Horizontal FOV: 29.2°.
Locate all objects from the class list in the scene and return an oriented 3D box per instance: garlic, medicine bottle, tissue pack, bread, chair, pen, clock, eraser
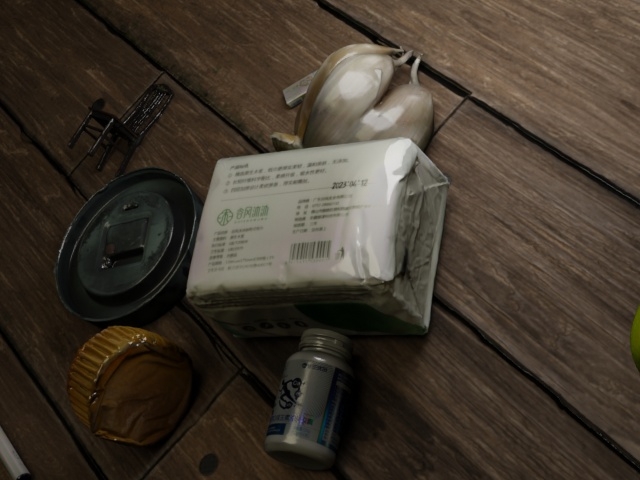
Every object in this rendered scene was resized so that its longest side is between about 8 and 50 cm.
[{"bbox_3d":[0.067,-0.205,2.033,0.292,0.210,0.237,-44,13,8],"label":"garlic"},{"bbox_3d":[-0.011,0.232,1.803,0.107,0.107,0.191,-2,61,33],"label":"medicine bottle"},{"bbox_3d":[0.000,0.001,1.885,0.356,0.194,0.266,-4,62,31],"label":"tissue pack"},{"bbox_3d":[-0.304,0.226,1.946,0.104,0.199,0.199,23,76,45],"label":"bread"},{"bbox_3d":[-0.379,-0.237,2.354,0.084,0.101,0.212,21,76,40],"label":"chair"},{"bbox_3d":[-0.570,0.341,2.162,0.033,0.033,0.269,-47,48,-1],"label":"pen"},{"bbox_3d":[-0.336,0.016,2.190,0.312,0.061,0.312,-17,54,25],"label":"clock"},{"bbox_3d":[-0.026,-0.273,2.195,0.083,0.019,0.038,-30,48,15],"label":"eraser"}]

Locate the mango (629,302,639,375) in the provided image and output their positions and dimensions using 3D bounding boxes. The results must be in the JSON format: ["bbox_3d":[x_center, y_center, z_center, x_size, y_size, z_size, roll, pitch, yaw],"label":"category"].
[{"bbox_3d":[0.492,0.091,1.531,0.185,0.149,0.273,1,56,43],"label":"mango"}]
